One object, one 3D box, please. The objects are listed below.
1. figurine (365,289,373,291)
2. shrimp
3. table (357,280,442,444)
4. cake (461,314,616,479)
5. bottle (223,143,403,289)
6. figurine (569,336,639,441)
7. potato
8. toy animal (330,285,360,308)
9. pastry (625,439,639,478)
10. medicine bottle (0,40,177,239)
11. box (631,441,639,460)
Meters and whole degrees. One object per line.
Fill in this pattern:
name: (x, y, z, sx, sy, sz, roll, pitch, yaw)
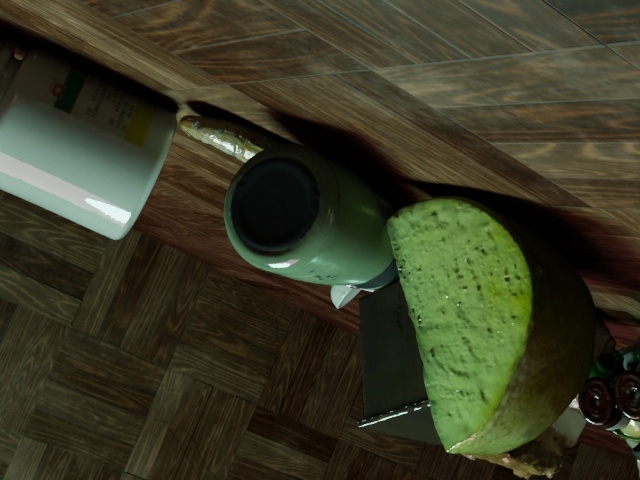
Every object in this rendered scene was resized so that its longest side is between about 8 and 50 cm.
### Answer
figurine: (0.017, -0.003, 1.942, 0.175, 0.115, 0.240, 21, 177, 27)
shrimp: (-0.093, -0.125, 1.702, 0.223, 0.047, 0.126, 22, 174, -13)
table: (0.163, 0.169, 1.727, 0.169, 0.193, 0.172, 19, 149, -39)
cake: (0.278, 0.205, 1.963, 0.282, 0.290, 0.256, 29, 167, -32)
bottle: (0.019, -0.016, 1.649, 0.168, 0.168, 0.347, 18, 179, 28)
figurine: (0.483, 0.221, 1.772, 0.281, 0.167, 0.370, -18, 169, 28)
potato: (0.277, 0.097, 1.589, 0.280, 0.330, 0.213, 4, 159, -46)
toy animal: (0.003, 0.001, 2.158, 0.221, 0.131, 0.104, 46, -147, 16)
pastry: (0.710, 0.407, 2.135, 0.330, 0.136, 0.329, -11, -167, 3)
medicine bottle: (-0.396, -0.159, 1.730, 0.340, 0.208, 0.208, 25, 171, -14)
box: (0.621, 0.320, 1.556, 0.345, 0.251, 0.204, 52, 166, -12)
